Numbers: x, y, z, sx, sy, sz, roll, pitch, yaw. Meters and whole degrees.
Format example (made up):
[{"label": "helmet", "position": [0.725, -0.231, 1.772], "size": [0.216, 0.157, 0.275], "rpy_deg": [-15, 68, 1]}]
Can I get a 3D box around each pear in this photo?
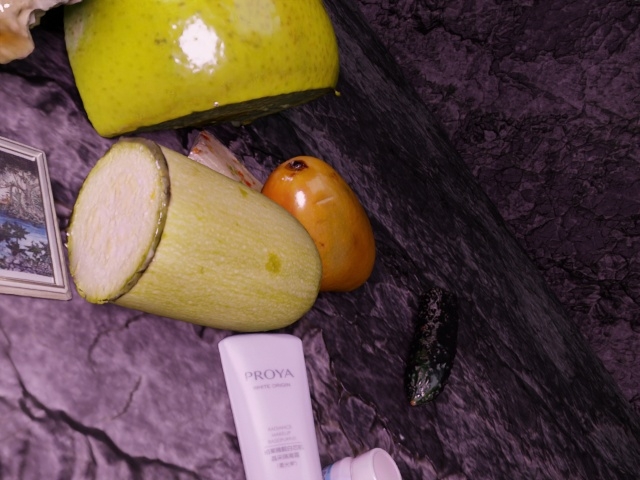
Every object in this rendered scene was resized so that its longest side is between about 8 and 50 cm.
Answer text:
[{"label": "pear", "position": [-0.126, -0.289, 0.676], "size": [0.342, 0.239, 0.317], "rpy_deg": [-37, 110, -66]}]

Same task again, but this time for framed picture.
[{"label": "framed picture", "position": [-0.256, -0.032, 0.397], "size": [0.183, 0.011, 0.141], "rpy_deg": [19, 45, -56]}]

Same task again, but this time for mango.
[{"label": "mango", "position": [0.000, 0.000, 0.717], "size": [0.138, 0.113, 0.253], "rpy_deg": [-68, 151, -18]}]

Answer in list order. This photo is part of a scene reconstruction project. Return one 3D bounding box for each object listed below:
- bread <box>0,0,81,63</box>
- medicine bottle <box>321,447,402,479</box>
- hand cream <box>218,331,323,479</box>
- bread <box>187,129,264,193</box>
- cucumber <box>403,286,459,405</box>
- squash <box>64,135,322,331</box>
[{"label": "bread", "position": [-0.290, -0.270, 0.423], "size": [0.252, 0.196, 0.238], "rpy_deg": [45, 27, -43]}, {"label": "medicine bottle", "position": [0.022, 0.217, 0.508], "size": [0.052, 0.089, 0.052], "rpy_deg": [43, 26, -27]}, {"label": "hand cream", "position": [-0.032, 0.187, 0.494], "size": [0.080, 0.048, 0.255], "rpy_deg": [2, 50, -22]}, {"label": "bread", "position": [-0.102, -0.069, 0.734], "size": [0.154, 0.028, 0.068], "rpy_deg": [45, 24, -26]}, {"label": "cucumber", "position": [0.171, 0.159, 0.893], "size": [0.072, 0.072, 0.300], "rpy_deg": [51, 25, -8]}, {"label": "squash", "position": [-0.084, 0.012, 0.529], "size": [0.247, 0.133, 0.132], "rpy_deg": [22, 40, -50]}]
